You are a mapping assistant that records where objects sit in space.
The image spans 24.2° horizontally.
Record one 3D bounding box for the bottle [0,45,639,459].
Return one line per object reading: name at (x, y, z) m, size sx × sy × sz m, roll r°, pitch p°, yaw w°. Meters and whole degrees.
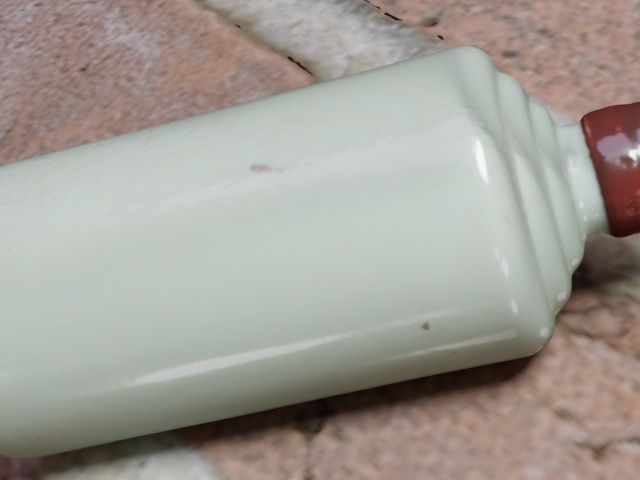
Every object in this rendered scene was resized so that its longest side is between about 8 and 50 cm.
bottle at (0.000, 0.000, 0.491) m, size 0.245 × 0.104 × 0.104 m, roll -13°, pitch 36°, yaw 11°
